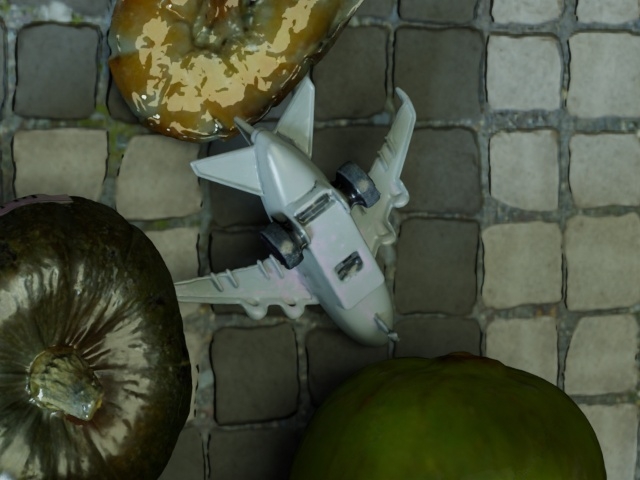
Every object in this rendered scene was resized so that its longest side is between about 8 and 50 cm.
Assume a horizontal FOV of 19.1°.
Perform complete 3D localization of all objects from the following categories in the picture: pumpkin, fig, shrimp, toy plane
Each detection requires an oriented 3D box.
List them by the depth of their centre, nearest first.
[{"bbox_3d":[-0.209,0.099,1.417,0.260,0.189,0.260,-3,97,-23],"label":"pumpkin"},{"bbox_3d":[0.087,0.249,1.518,0.258,0.258,0.326,19,90,-23],"label":"fig"},{"bbox_3d":[0.002,0.001,1.523,0.251,0.101,0.255,-38,123,-10],"label":"toy plane"},{"bbox_3d":[-0.044,-0.215,1.528,0.317,0.062,0.164,-46,109,-8],"label":"shrimp"}]
